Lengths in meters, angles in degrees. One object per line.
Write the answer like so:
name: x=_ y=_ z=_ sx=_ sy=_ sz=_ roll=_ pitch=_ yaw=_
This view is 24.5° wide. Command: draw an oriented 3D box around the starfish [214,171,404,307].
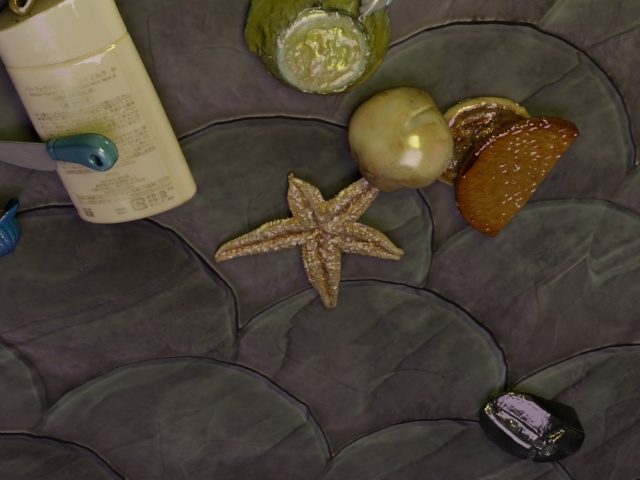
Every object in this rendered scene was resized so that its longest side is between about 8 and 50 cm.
starfish: x=0.001 y=0.004 z=2.080 sx=0.295 sy=0.048 sz=0.231 roll=-26 pitch=125 yaw=14

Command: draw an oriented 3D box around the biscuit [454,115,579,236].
biscuit: x=0.252 y=-0.098 z=2.012 sx=0.126 sy=0.025 sz=0.206 roll=22 pitch=121 yaw=-27

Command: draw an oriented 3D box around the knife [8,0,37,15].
knife: x=-0.260 y=-0.402 z=1.729 sx=0.061 sy=0.027 sz=0.343 roll=33 pitch=105 yaw=-6

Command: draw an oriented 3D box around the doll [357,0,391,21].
doll: x=0.076 y=-0.315 z=1.820 sx=0.039 sy=0.114 sz=0.057 roll=12 pitch=157 yaw=31

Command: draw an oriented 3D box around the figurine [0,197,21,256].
figurine: x=-0.474 y=-0.033 z=1.989 sx=0.149 sy=0.087 sz=0.086 roll=22 pitch=159 yaw=-20

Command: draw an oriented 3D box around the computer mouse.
computer mouse: x=0.338 y=0.301 z=2.326 sx=0.192 sy=0.062 sz=0.106 roll=27 pitch=119 yaw=-25

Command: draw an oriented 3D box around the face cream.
face cream: x=-0.295 y=-0.178 z=1.890 sx=0.174 sy=0.081 sz=0.348 roll=-11 pitch=127 yaw=14

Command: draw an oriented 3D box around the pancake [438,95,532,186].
pancake: x=0.221 y=-0.129 z=2.014 sx=0.158 sy=0.028 sz=0.158 roll=-5 pitch=127 yaw=-6

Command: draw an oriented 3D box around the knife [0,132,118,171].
knife: x=-0.356 y=-0.111 z=1.903 sx=0.244 sy=0.032 sz=0.058 roll=1 pitch=140 yaw=36

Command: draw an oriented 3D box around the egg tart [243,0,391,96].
egg tart: x=0.003 y=-0.257 z=1.868 sx=0.197 sy=0.078 sz=0.197 roll=-4 pitch=128 yaw=-5

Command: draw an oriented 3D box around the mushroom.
mushroom: x=0.105 y=-0.132 z=1.945 sx=0.148 sy=0.112 sz=0.148 roll=0 pitch=89 yaw=15
